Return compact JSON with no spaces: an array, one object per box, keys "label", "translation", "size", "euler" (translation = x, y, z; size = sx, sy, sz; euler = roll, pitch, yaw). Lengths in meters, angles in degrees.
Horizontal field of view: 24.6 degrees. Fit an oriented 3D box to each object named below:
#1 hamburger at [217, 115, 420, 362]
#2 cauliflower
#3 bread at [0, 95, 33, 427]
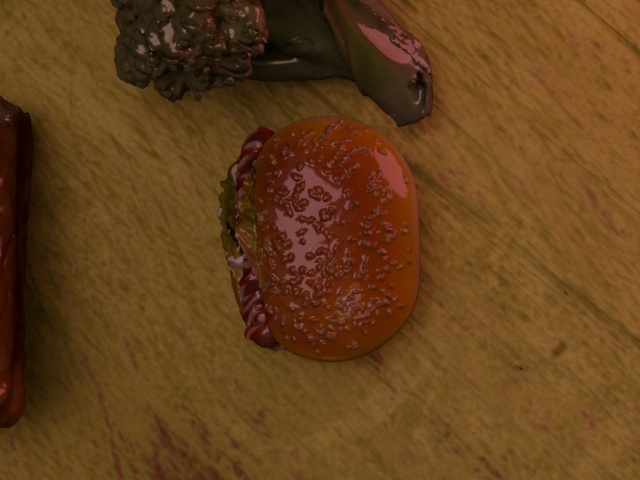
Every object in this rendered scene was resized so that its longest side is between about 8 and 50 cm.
[{"label":"hamburger","translation":[0.000,0.000,1.268],"size":[0.173,0.116,0.210],"euler":[-2,86,11]},{"label":"cauliflower","translation":[-0.047,-0.235,1.274],"size":[0.327,0.281,0.260],"euler":[-31,53,32]},{"label":"bread","translation":[-0.353,0.011,1.284],"size":[0.195,0.149,0.344],"euler":[-8,65,4]}]
